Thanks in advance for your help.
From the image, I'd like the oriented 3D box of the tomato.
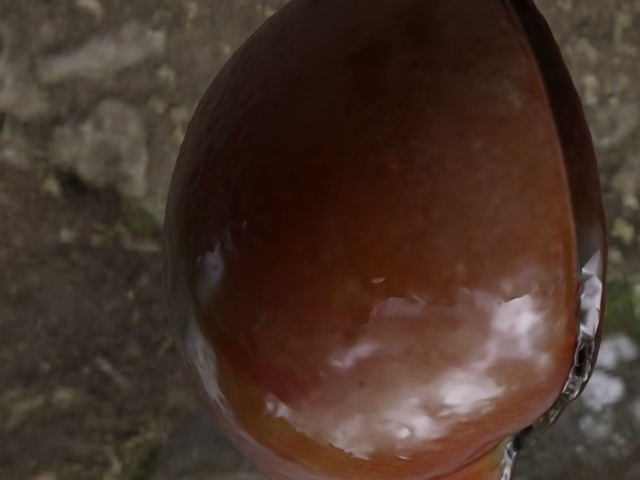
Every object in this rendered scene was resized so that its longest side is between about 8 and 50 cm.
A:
[{"bbox_3d":[0.000,0.000,0.598,0.112,0.199,0.228,-7,143,-20],"label":"tomato"}]
